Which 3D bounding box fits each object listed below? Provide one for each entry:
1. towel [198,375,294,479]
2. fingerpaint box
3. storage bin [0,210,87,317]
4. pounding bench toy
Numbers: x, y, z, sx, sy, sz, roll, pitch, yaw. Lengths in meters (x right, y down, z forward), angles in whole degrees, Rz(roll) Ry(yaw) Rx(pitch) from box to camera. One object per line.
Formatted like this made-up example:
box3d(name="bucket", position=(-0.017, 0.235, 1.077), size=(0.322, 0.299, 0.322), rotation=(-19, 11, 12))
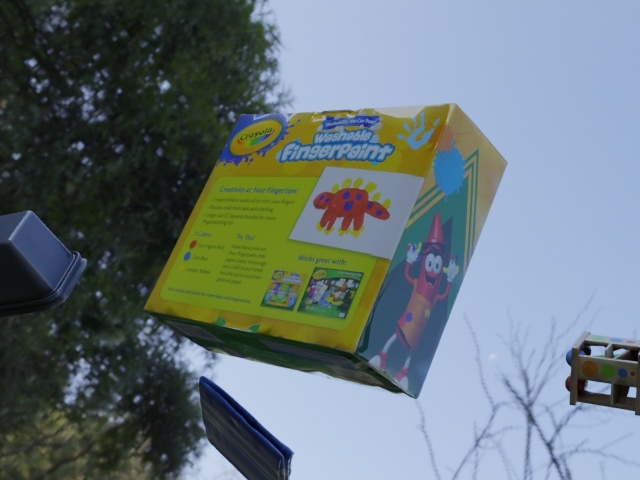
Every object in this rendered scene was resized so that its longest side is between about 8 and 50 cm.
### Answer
box3d(name="towel", position=(-0.126, 0.352, 1.575), size=(0.209, 0.034, 0.285), rotation=(39, -26, 19))
box3d(name="fingerpaint box", position=(0.000, 0.000, 1.342), size=(0.445, 0.371, 0.163), rotation=(4, -26, 45))
box3d(name="storage bin", position=(-0.343, 0.018, 1.016), size=(0.135, 0.098, 0.091), rotation=(-8, -51, 25))
box3d(name="pounding bench toy", position=(0.246, 0.106, 0.777), size=(0.065, 0.083, 0.052), rotation=(5, -78, 27))
